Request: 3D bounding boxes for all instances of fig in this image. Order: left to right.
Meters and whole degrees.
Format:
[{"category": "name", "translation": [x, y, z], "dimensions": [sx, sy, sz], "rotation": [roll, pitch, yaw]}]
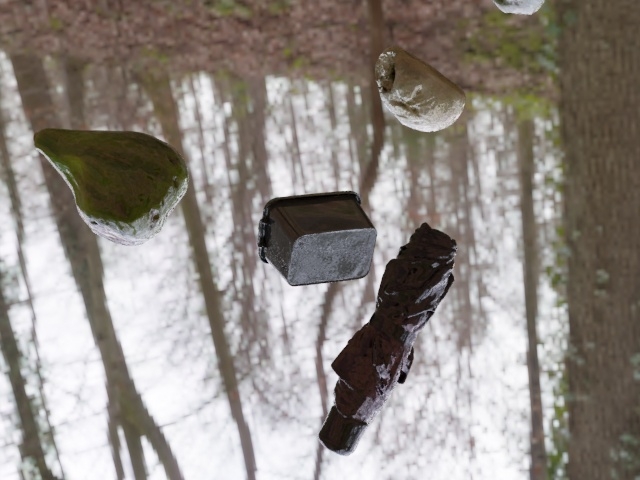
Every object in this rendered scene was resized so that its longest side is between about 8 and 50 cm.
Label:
[{"category": "fig", "translation": [-0.373, -0.123, 2.226], "dimensions": [0.275, 0.206, 0.206], "rotation": [35, -153, -7]}]

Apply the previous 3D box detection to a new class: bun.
[{"category": "bun", "translation": [0.185, -0.295, 2.542], "dimensions": [0.193, 0.128, 0.178], "rotation": [31, -167, -25]}]

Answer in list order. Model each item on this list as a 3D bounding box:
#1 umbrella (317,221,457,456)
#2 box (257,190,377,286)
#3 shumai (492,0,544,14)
[{"category": "umbrella", "translation": [0.084, 0.132, 1.662], "dimensions": [0.094, 0.326, 0.090], "rotation": [32, -174, 42]}, {"category": "box", "translation": [0.000, 0.000, 1.361], "dimensions": [0.122, 0.084, 0.069], "rotation": [-7, -146, -24]}, {"category": "shumai", "translation": [0.232, -0.446, 1.668], "dimensions": [0.222, 0.261, 0.225], "rotation": [24, -173, -5]}]
